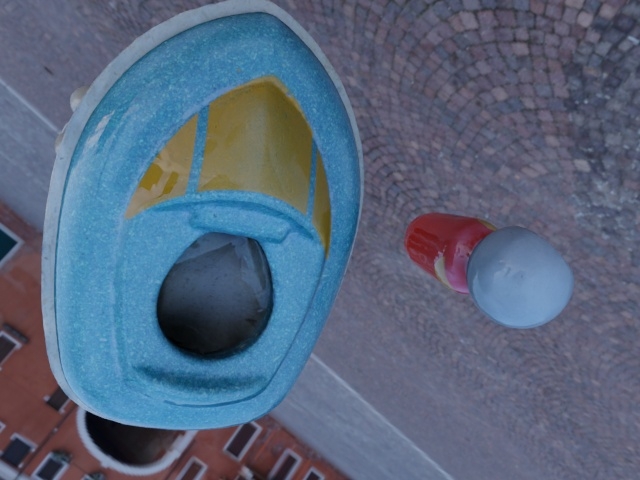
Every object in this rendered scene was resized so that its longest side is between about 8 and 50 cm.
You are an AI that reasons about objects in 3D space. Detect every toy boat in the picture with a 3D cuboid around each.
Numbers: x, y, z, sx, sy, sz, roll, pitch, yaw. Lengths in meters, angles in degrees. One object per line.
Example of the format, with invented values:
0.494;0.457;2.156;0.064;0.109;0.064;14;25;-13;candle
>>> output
0.000;0.000;0.397;0.318;0.268;0.148;6;-169;-24;toy boat

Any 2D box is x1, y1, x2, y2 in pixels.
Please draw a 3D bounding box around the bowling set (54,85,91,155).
-0.174;-0.032;0.634;0.287;0.154;0.200;-113;22;-60;bowling set
